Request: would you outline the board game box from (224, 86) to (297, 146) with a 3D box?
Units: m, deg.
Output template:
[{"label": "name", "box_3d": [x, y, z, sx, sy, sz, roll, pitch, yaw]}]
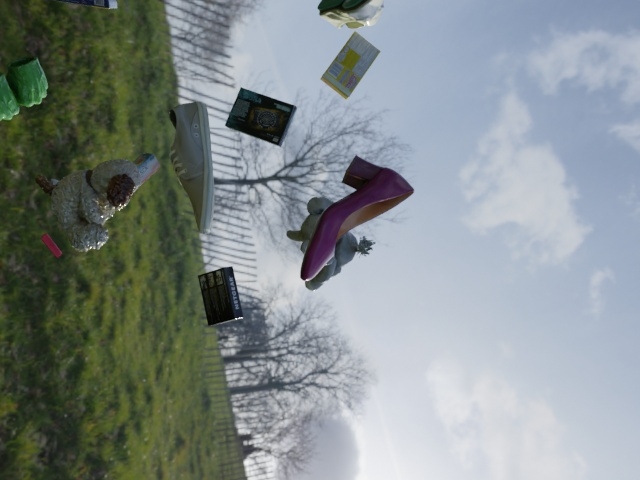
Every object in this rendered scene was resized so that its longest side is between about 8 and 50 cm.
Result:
[{"label": "board game box", "box_3d": [-0.175, -0.361, 1.520, 0.126, 0.186, 0.026, -67, 164, 0]}]

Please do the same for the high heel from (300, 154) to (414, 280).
[{"label": "high heel", "box_3d": [0.093, -0.037, 1.284, 0.377, 0.181, 0.127, -62, 177, -19]}]

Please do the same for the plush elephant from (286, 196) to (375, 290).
[{"label": "plush elephant", "box_3d": [0.000, 0.000, 1.907, 0.330, 0.255, 0.272, -19, -135, 46]}]

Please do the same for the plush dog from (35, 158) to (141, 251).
[{"label": "plush dog", "box_3d": [-0.568, -0.132, 1.336, 0.211, 0.225, 0.262, 60, 2, -31]}]

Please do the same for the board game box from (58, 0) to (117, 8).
[{"label": "board game box", "box_3d": [-0.800, -0.833, 1.766, 0.194, 0.194, 0.060, -113, -151, -63]}]

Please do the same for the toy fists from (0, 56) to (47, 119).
[{"label": "toy fists", "box_3d": [-1.010, -0.489, 1.696, 0.279, 0.096, 0.142, -63, 157, -48]}]

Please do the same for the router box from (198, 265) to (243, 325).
[{"label": "router box", "box_3d": [-0.338, 0.188, 1.755, 0.133, 0.046, 0.179, -17, -98, 33]}]

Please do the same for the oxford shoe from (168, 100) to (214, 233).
[{"label": "oxford shoe", "box_3d": [-0.395, -0.226, 1.597, 0.169, 0.130, 0.449, 127, -45, -63]}]

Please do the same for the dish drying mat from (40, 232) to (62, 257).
[{"label": "dish drying mat", "box_3d": [-0.874, 0.017, 1.688, 0.083, 0.008, 0.032, 62, 22, -26]}]

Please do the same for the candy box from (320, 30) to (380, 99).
[{"label": "candy box", "box_3d": [0.094, -0.545, 1.614, 0.206, 0.105, 0.027, -57, -168, -18]}]

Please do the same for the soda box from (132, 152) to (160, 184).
[{"label": "soda box", "box_3d": [-0.679, -0.244, 1.915, 0.058, 0.183, 0.063, 13, -38, 32]}]

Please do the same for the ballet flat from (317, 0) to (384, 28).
[{"label": "ballet flat", "box_3d": [0.121, -0.737, 1.643, 0.400, 0.139, 0.139, -143, -126, -62]}]
